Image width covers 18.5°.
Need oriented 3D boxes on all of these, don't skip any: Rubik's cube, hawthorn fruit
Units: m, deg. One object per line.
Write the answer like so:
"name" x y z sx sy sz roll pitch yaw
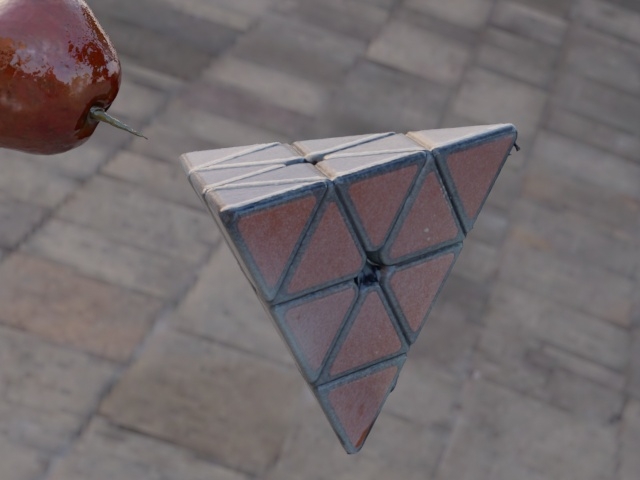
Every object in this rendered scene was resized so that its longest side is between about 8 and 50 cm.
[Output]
"Rubik's cube" 0.002 0.000 1.628 0.233 0.228 0.229 26 50 -14
"hawthorn fruit" -0.202 -0.117 1.395 0.125 0.125 0.140 1 42 -40
